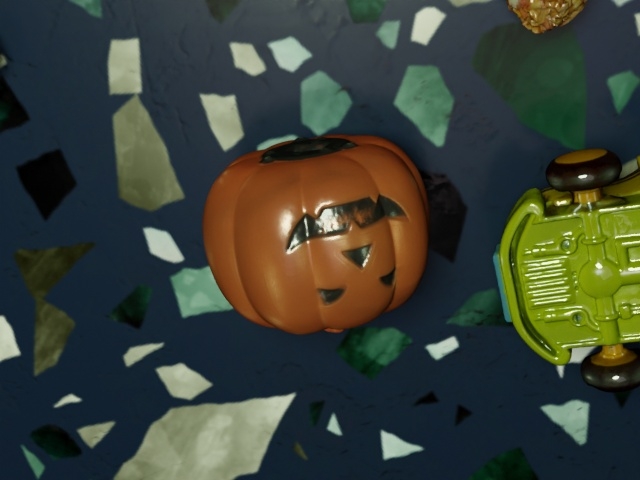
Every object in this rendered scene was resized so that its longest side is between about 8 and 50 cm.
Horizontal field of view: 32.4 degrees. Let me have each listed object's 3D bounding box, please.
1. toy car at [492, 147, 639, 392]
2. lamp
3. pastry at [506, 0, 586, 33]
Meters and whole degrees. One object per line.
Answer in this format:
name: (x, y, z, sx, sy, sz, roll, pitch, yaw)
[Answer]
toy car: (0.272, 0.008, 0.905, 0.248, 0.142, 0.200, -5, 108, 16)
lamp: (0.000, 0.000, 0.901, 0.187, 0.187, 0.164, -8, 108, 7)
pastry: (0.171, -0.250, 0.857, 0.063, 0.087, 0.169, -20, 110, -24)
